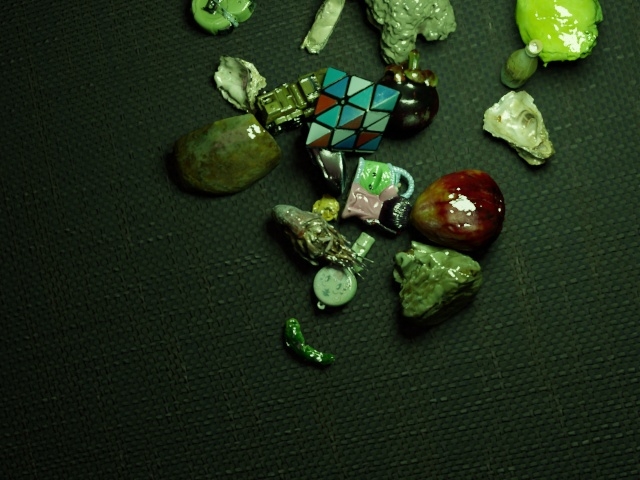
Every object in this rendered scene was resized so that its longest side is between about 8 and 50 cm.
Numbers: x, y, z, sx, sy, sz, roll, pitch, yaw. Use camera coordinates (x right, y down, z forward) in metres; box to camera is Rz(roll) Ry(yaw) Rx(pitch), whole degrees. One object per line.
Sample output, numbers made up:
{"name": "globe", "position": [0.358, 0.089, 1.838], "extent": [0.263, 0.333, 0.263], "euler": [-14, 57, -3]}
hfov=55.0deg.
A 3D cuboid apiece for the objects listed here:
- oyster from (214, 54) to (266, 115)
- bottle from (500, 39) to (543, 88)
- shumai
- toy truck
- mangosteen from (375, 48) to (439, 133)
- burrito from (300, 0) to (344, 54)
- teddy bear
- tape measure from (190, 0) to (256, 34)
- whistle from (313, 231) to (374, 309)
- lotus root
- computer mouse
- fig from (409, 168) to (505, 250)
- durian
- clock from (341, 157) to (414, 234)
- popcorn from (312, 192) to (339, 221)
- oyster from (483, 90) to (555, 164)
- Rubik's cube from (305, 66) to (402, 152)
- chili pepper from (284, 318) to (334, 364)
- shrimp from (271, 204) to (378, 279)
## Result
{"name": "oyster", "position": [-0.236, -0.458, 1.836], "extent": [0.163, 0.081, 0.190], "euler": [2, 105, 29]}
{"name": "bottle", "position": [0.547, -0.478, 1.657], "extent": [0.083, 0.270, 0.083], "euler": [0, 90, 6]}
{"name": "shumai", "position": [0.313, 0.104, 1.732], "extent": [0.256, 0.189, 0.218], "euler": [-44, 67, 18]}
{"name": "toy truck", "position": [-0.057, -0.413, 1.769], "extent": [0.257, 0.127, 0.127], "euler": [-24, 82, -12]}
{"name": "mangosteen", "position": [0.244, -0.413, 1.719], "extent": [0.194, 0.194, 0.230], "euler": [22, 118, 5]}
{"name": "burrito", "position": [0.016, -0.648, 1.784], "extent": [0.063, 0.058, 0.229], "euler": [54, 125, 33]}
{"name": "teddy bear", "position": [0.280, -0.727, 1.748], "extent": [0.368, 0.224, 0.357], "euler": [-31, 84, -11]}
{"name": "tape measure", "position": [-0.308, -0.694, 1.833], "extent": [0.178, 0.087, 0.154], "euler": [33, 92, 7]}
{"name": "whistle", "position": [0.070, 0.092, 1.791], "extent": [0.126, 0.067, 0.258], "euler": [33, 87, 18]}
{"name": "lotus root", "position": [-0.283, -0.246, 1.793], "extent": [0.314, 0.142, 0.210], "euler": [-27, 88, 5]}
{"name": "computer mouse", "position": [0.022, -0.241, 1.769], "extent": [0.096, 0.137, 0.233], "euler": [-26, 92, 5]}
{"name": "fig", "position": [0.386, -0.078, 1.690], "extent": [0.263, 0.224, 0.223], "euler": [-8, 88, -8]}
{"name": "durian", "position": [0.643, -0.639, 1.686], "extent": [0.204, 0.256, 0.339], "euler": [-32, 85, 45]}
{"name": "clock", "position": [0.175, -0.127, 1.770], "extent": [0.196, 0.100, 0.193], "euler": [19, 91, -3]}
{"name": "popcorn", "position": [0.025, -0.088, 1.806], "extent": [0.084, 0.084, 0.084], "euler": [0, 89, 5]}
{"name": "oyster", "position": [0.573, -0.308, 1.747], "extent": [0.161, 0.107, 0.232], "euler": [-40, 67, 8]}
{"name": "Rubik's cube", "position": [0.098, -0.339, 1.736], "extent": [0.284, 0.234, 0.250], "euler": [-32, 51, 10]}
{"name": "chili pepper", "position": [-0.044, 0.309, 1.801], "extent": [0.182, 0.050, 0.073], "euler": [43, 86, 3]}
{"name": "shrimp", "position": [0.003, -0.001, 1.745], "extent": [0.343, 0.145, 0.116], "euler": [33, 56, 14]}
